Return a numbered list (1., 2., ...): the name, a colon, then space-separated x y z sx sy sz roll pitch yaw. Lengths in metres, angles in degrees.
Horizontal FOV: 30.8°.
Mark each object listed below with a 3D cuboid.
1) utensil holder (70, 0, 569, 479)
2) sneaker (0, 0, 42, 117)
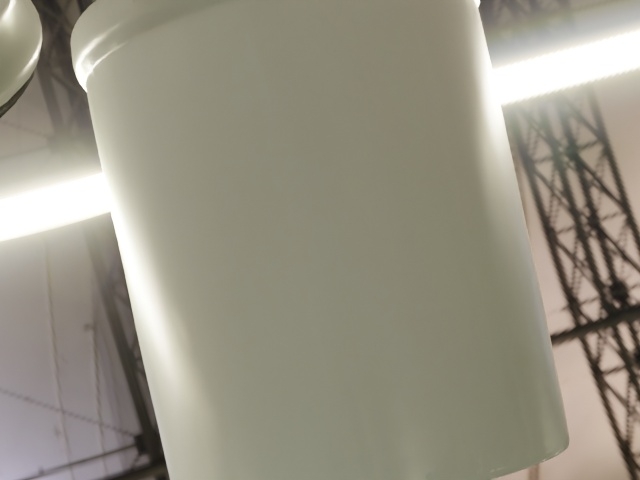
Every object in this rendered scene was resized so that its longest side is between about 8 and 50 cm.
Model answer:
1. utensil holder: 0.000 0.000 0.901 0.327 0.385 0.327 -11 -7 -1
2. sneaker: -0.251 -0.211 0.250 0.447 0.169 0.257 23 -51 1
